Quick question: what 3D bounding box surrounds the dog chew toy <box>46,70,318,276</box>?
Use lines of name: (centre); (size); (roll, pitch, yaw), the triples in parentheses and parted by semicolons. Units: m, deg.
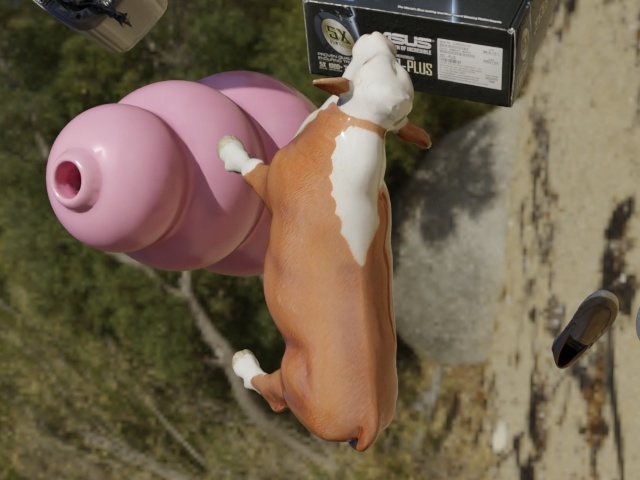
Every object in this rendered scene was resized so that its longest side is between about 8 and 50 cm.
dog chew toy: (-0.123, -0.060, 1.125); (0.332, 0.206, 0.207); (-8, -79, -58)

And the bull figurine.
bull figurine: (0.000, 0.000, 0.899); (0.188, 0.101, 0.310); (16, 107, 61)

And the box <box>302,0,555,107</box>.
box: (0.096, -0.197, 1.004); (0.077, 0.180, 0.147); (84, -154, -43)

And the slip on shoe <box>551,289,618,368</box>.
slip on shoe: (0.355, 0.122, 1.605); (0.135, 0.051, 0.041); (-54, 6, 40)

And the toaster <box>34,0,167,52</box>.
toaster: (-0.272, -0.312, 1.395); (0.129, 0.227, 0.146); (-49, -13, 1)

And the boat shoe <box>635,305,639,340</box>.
boat shoe: (0.360, 0.028, 1.120); (0.063, 0.066, 0.184); (-30, -34, -49)
